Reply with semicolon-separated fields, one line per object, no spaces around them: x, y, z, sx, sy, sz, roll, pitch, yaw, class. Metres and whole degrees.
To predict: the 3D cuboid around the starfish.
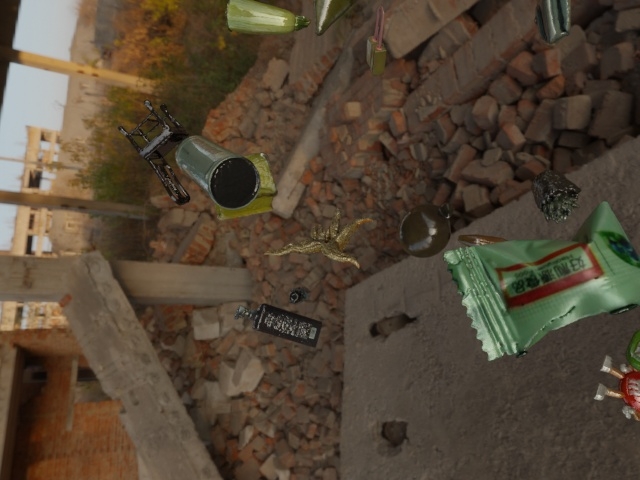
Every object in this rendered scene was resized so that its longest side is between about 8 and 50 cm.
0.016;-0.008;1.405;0.293;0.302;0.084;-57;-40;-52;starfish

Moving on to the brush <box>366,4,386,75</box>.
0.201;-0.712;1.560;0.233;0.047;0.103;86;170;-58;brush

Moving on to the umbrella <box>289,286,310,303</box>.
-0.069;0.179;1.465;0.250;0.052;0.053;43;-156;-82;umbrella

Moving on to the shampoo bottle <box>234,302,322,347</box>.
-0.150;0.293;1.571;0.071;0.310;0.098;-19;52;66;shampoo bottle

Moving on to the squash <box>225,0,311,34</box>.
-0.137;-0.605;1.201;0.094;0.225;0.094;9;-90;-87;squash

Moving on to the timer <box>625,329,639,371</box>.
0.846;0.287;1.095;0.140;0.128;0.047;22;144;38;timer

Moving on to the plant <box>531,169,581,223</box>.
0.862;-0.160;1.612;0.129;0.132;0.194;84;180;-53;plant

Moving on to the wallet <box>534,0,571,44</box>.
0.623;-0.668;1.197;0.083;0.360;0.252;-5;114;26;wallet

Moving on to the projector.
-0.237;-0.160;0.970;0.337;0.108;0.108;35;116;56;projector

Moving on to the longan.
0.339;-0.039;1.388;0.204;0.159;0.184;-46;20;16;longan

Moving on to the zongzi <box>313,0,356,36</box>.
0.036;-0.461;0.764;0.251;0.125;0.274;-103;31;-79;zongzi

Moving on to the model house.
-0.252;-0.145;1.428;0.234;0.194;0.174;108;145;-60;model house

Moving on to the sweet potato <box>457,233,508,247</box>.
0.589;0.024;1.480;0.078;0.256;0.058;117;167;-46;sweet potato

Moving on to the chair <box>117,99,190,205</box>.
-0.366;-0.211;1.075;0.113;0.229;0.106;-37;8;11;chair

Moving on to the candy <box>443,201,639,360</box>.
0.496;0.086;0.948;0.172;0.398;0.262;59;-167;-63;candy

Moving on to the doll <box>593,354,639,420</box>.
0.997;0.483;1.404;0.183;0.217;0.085;-60;-9;-25;doll
